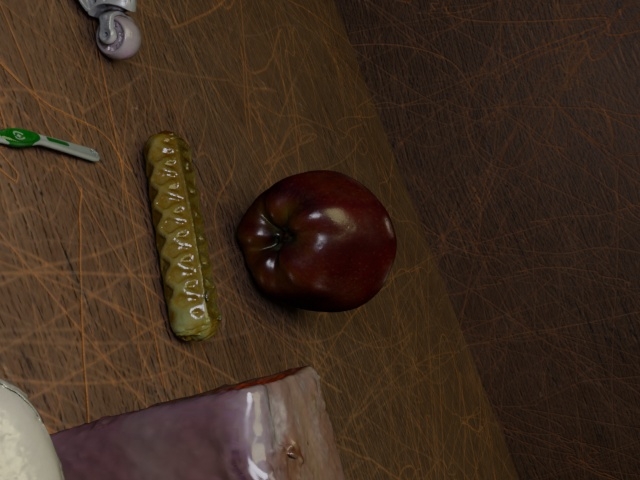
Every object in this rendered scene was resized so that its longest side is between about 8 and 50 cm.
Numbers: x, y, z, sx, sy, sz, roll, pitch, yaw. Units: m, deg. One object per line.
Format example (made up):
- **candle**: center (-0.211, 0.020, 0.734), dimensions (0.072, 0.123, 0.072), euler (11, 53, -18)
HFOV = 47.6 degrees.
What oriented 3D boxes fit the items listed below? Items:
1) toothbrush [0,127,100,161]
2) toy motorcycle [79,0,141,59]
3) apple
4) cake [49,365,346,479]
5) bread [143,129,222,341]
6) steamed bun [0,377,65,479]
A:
- **toothbrush**: center (-0.398, -0.134, 0.965), dimensions (0.304, 0.030, 0.030), euler (8, 63, -68)
- **toy motorcycle**: center (-0.354, -0.430, 1.214), dimensions (0.112, 0.112, 0.254), euler (-11, 82, -68)
- **apple**: center (0.000, 0.000, 1.445), dimensions (0.317, 0.288, 0.288), euler (7, 64, -55)
- **cake**: center (-0.136, 0.285, 0.830), dimensions (0.237, 0.309, 0.230), euler (15, 62, -68)
- **bread**: center (-0.228, -0.014, 1.184), dimensions (0.077, 0.084, 0.367), euler (127, -47, -64)
- **steamed bun**: center (-0.328, 0.234, 0.649), dimensions (0.177, 0.131, 0.228), euler (-24, 94, -58)
